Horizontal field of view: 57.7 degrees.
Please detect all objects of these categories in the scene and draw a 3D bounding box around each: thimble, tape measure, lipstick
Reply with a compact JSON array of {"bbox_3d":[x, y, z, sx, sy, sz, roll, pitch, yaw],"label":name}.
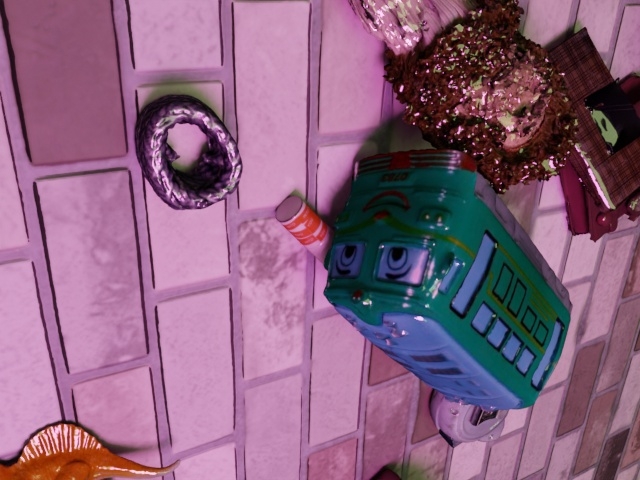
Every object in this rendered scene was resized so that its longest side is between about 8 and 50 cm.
[{"bbox_3d":[-0.127,-0.086,0.562,0.095,0.066,0.104,-10,116,-25],"label":"thimble"},{"bbox_3d":[0.274,0.187,0.928,0.164,0.084,0.330,-5,116,-34],"label":"tape measure"},{"bbox_3d":[0.000,0.000,0.698,0.038,0.038,0.131,-48,128,-4],"label":"lipstick"}]

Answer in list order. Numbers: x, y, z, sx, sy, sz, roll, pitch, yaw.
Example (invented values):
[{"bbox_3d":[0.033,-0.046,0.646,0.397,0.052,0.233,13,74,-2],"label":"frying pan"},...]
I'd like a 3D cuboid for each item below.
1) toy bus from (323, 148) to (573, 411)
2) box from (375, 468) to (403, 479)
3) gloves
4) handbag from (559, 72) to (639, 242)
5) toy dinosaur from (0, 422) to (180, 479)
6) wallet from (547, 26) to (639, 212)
[{"bbox_3d":[0.155,0.068,0.706,0.343,0.183,0.199,41,64,-37],"label":"toy bus"},{"bbox_3d":[0.149,0.527,0.949,0.167,0.193,0.294,-44,128,-14],"label":"box"},{"bbox_3d":[0.172,-0.193,0.649,0.210,0.135,0.312,-39,108,-35],"label":"gloves"},{"bbox_3d":[0.473,-0.123,0.912,0.203,0.074,0.216,-35,125,-11],"label":"handbag"},{"bbox_3d":[-0.282,0.253,0.647,0.212,0.057,0.142,-29,106,-31],"label":"toy dinosaur"},{"bbox_3d":[0.374,-0.163,0.794,0.124,0.042,0.230,-37,96,-11],"label":"wallet"}]
